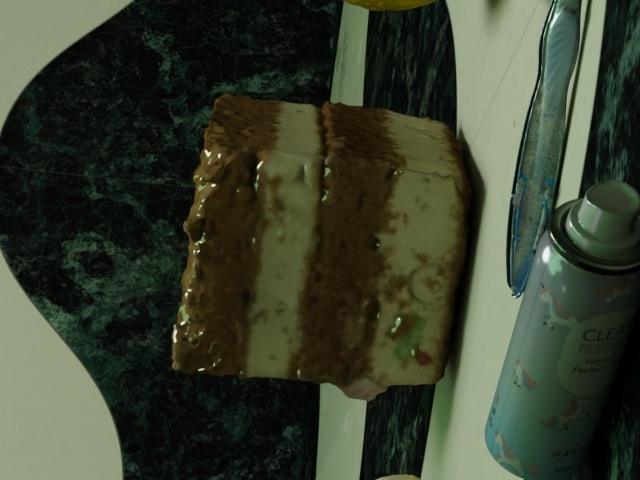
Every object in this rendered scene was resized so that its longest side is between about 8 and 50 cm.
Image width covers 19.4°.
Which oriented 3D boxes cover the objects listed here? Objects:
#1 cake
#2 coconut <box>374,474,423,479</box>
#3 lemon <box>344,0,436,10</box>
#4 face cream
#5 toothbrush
[{"bbox_3d":[0.000,0.000,1.967,0.282,0.290,0.256,-95,14,-71],"label":"cake"},{"bbox_3d":[0.070,0.294,1.820,0.122,0.116,0.116,-97,14,-73],"label":"coconut"},{"bbox_3d":[0.072,-0.363,1.857,0.310,0.253,0.253,114,162,-67],"label":"lemon"},{"bbox_3d":[0.163,0.057,1.217,0.075,0.075,0.229,-89,6,-48],"label":"face cream"},{"bbox_3d":[0.187,-0.145,1.462,0.042,0.035,0.413,-42,-37,-66],"label":"toothbrush"}]
